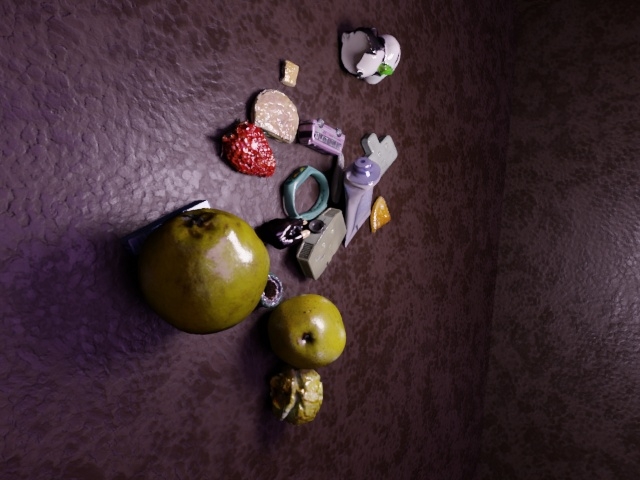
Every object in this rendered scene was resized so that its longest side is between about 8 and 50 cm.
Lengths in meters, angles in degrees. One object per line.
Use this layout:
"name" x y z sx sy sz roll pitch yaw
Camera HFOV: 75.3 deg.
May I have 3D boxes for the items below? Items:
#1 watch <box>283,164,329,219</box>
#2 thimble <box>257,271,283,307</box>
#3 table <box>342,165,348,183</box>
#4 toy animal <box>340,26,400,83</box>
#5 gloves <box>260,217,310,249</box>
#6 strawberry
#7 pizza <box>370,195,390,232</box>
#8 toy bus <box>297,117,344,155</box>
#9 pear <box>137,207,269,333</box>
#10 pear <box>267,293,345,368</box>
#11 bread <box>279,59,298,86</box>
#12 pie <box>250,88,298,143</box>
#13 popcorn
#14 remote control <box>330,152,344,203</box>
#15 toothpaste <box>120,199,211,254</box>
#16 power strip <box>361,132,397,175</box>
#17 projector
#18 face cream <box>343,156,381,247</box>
"watch" -0.059 -0.179 1.628 0.237 0.068 0.195 -52 128 -35
"thimble" -0.200 0.172 1.476 0.118 0.090 0.135 -39 116 -40
"table" 0.134 -0.276 1.795 0.083 0.062 0.079 25 71 -75
"toy animal" 0.229 -0.792 1.795 0.266 0.212 0.213 -2 93 -39
"gloves" -0.118 -0.047 1.524 0.180 0.129 0.106 -39 115 -38
"strawberry" -0.232 -0.291 1.417 0.174 0.097 0.228 -52 124 -30
"pizza" 0.287 -0.123 1.996 0.130 0.041 0.178 6 87 -43
"toy bus" 0.001 -0.411 1.656 0.198 0.096 0.108 11 88 -48
"pear" -0.312 0.093 1.145 0.352 0.351 0.413 -51 166 -31
"pear" -0.049 0.327 1.494 0.294 0.294 0.295 -2 93 -45
"bread" -0.117 -0.630 1.568 0.070 0.035 0.083 2 97 -45
"pie" -0.160 -0.460 1.518 0.218 0.052 0.185 17 81 -43
"popcorn" -0.085 0.567 1.539 0.183 0.204 0.221 13 70 -44
"remote control" 0.070 -0.269 1.768 0.073 0.044 0.229 33 60 -66
"toothpaste" -0.448 -0.044 1.231 0.272 0.066 0.053 -37 116 -38
"power strip" 0.257 -0.404 1.941 0.265 0.059 0.194 -51 125 -31
"projector" 0.000 0.000 1.642 0.270 0.088 0.194 -57 149 -28
"face cream" 0.171 -0.172 1.736 0.235 0.137 0.420 -53 157 -31
